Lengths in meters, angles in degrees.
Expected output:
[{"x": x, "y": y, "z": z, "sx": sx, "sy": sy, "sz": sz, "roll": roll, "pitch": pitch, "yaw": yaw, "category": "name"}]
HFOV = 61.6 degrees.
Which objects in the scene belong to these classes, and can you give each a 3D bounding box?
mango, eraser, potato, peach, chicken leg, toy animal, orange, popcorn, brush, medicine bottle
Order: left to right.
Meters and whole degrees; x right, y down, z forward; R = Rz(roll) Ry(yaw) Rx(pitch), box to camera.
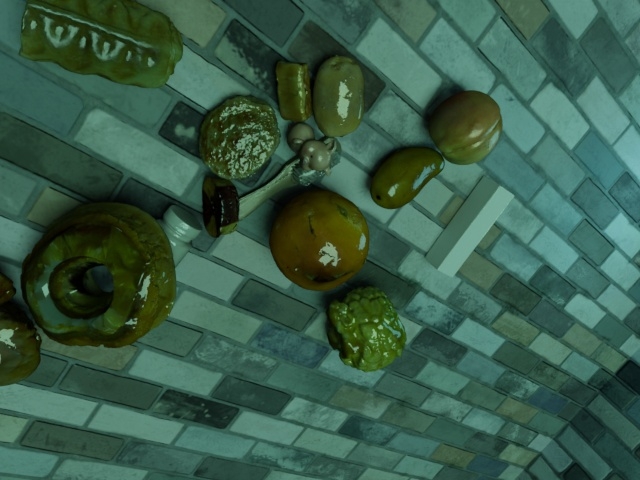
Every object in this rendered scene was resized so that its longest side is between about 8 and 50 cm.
[{"x": -0.764, "y": 0.132, "z": 1.092, "sx": 0.409, "sy": 0.182, "sz": 0.295, "roll": 19, "pitch": 101, "yaw": -16, "category": "chicken leg"}, {"x": -0.360, "y": 0.018, "z": 1.221, "sx": 0.103, "sy": 0.103, "sz": 0.187, "roll": 33, "pitch": 101, "yaw": -36, "category": "medicine bottle"}, {"x": -0.083, "y": -0.137, "z": 1.285, "sx": 0.327, "sy": 0.065, "sz": 0.070, "roll": -33, "pitch": 130, "yaw": -2, "category": "brush"}, {"x": -0.025, "y": -0.215, "z": 1.220, "sx": 0.089, "sy": 0.150, "sz": 0.083, "roll": -39, "pitch": 169, "yaw": -7, "category": "toy animal"}, {"x": 0.000, "y": 0.000, "z": 1.297, "sx": 0.246, "sy": 0.246, "sz": 0.246, "roll": -12, "pitch": 123, "yaw": -19, "category": "orange"}, {"x": 0.041, "y": -0.321, "z": 1.202, "sx": 0.118, "sy": 0.109, "sz": 0.178, "roll": 8, "pitch": 116, "yaw": 10, "category": "potato"}, {"x": 0.115, "y": 0.248, "z": 1.527, "sx": 0.251, "sy": 0.206, "sz": 0.237, "roll": 21, "pitch": 123, "yaw": -21, "category": "popcorn"}, {"x": 0.224, "y": -0.168, "z": 1.388, "sx": 0.227, "sy": 0.099, "sz": 0.136, "roll": -32, "pitch": 123, "yaw": -14, "category": "mango"}, {"x": 0.365, "y": -0.283, "z": 1.339, "sx": 0.184, "sy": 0.184, "sz": 0.184, "roll": -12, "pitch": 123, "yaw": -19, "category": "peach"}, {"x": 0.432, "y": -0.039, "z": 1.571, "sx": 0.076, "sy": 0.078, "sz": 0.298, "roll": 24, "pitch": 106, "yaw": -34, "category": "eraser"}]

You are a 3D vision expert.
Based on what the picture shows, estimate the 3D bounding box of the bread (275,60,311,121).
[{"x": -0.058, "y": -0.326, "z": 1.175, "sx": 0.053, "sy": 0.074, "sz": 0.132, "roll": -43, "pitch": 142, "yaw": -44, "category": "bread"}]

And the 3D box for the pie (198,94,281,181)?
[{"x": -0.178, "y": -0.228, "z": 1.177, "sx": 0.193, "sy": 0.079, "sz": 0.163, "roll": -43, "pitch": 113, "yaw": 0, "category": "pie"}]

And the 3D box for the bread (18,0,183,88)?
[{"x": -0.383, "y": -0.366, "z": 0.966, "sx": 0.267, "sy": 0.130, "sz": 0.152, "roll": 9, "pitch": 110, "yaw": -30, "category": "bread"}]

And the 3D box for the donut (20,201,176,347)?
[{"x": -0.460, "y": 0.085, "z": 1.109, "sx": 0.330, "sy": 0.160, "sz": 0.330, "roll": 2, "pitch": 108, "yaw": 6, "category": "donut"}]

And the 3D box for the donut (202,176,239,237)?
[{"x": -0.226, "y": -0.074, "z": 1.213, "sx": 0.059, "sy": 0.140, "sz": 0.140, "roll": -8, "pitch": 122, "yaw": -31, "category": "donut"}]
